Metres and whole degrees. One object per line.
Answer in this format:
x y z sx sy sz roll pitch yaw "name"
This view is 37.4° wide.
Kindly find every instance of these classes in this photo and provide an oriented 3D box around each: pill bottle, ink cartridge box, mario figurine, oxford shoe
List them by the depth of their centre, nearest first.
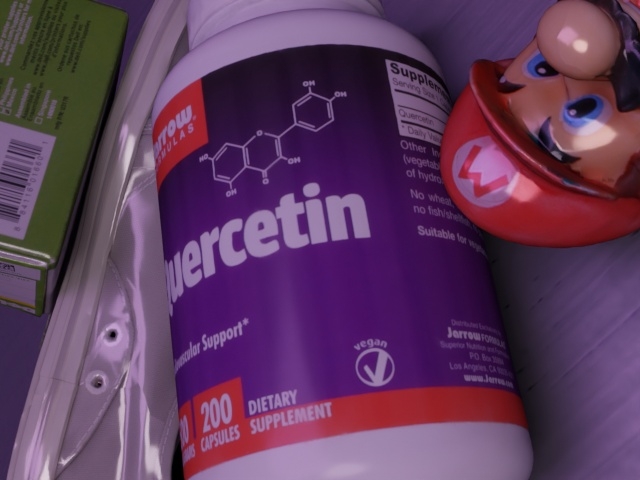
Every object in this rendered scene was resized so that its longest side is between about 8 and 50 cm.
0.181 -0.117 0.418 0.320 0.170 0.198 -41 21 17 "mario figurine"
0.000 0.000 0.542 0.181 0.181 0.323 -25 63 34 "pill bottle"
-0.107 0.008 0.681 0.130 0.169 0.449 11 74 -2 "oxford shoe"
-0.220 -0.039 0.697 0.255 0.097 0.189 132 152 -64 "ink cartridge box"
